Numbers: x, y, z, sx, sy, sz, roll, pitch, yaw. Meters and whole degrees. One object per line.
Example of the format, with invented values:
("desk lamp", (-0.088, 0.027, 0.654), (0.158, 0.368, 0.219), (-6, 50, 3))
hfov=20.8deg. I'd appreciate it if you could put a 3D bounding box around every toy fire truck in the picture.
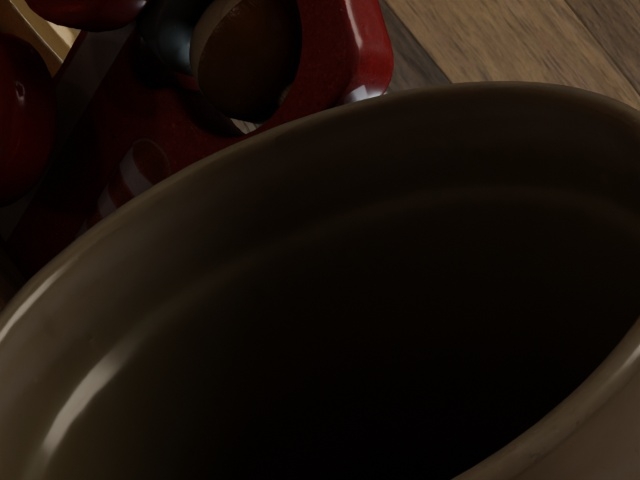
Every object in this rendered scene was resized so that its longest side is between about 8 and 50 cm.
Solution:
("toy fire truck", (-0.069, -0.062, 0.953), (0.169, 0.302, 0.254), (5, 38, -51))

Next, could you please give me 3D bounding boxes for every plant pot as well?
("plant pot", (0.043, 0.130, 0.753), (0.323, 0.323, 0.280), (-116, 180, -63))
("plant pot", (-0.242, -0.184, 1.522), (0.236, 0.032, 0.236), (49, 7, -8))

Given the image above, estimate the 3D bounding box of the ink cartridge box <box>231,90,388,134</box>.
("ink cartridge box", (-0.059, -0.084, 1.386), (0.092, 0.219, 0.160), (53, 8, 27))
